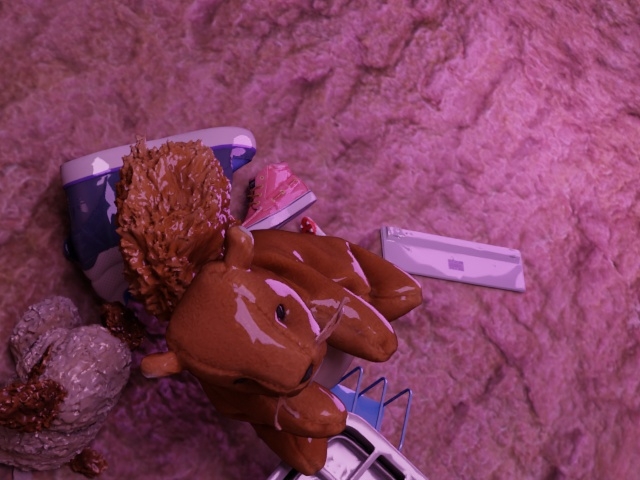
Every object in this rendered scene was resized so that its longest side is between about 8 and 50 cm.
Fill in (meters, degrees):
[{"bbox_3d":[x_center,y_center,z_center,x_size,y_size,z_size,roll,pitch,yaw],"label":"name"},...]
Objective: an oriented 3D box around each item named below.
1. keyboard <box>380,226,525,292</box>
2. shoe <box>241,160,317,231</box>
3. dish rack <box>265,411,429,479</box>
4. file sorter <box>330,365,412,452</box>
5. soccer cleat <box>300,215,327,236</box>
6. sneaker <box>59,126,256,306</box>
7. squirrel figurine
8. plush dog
[{"bbox_3d":[0.207,0.030,2.206,0.256,0.014,0.072,10,66,-25],"label":"keyboard"},{"bbox_3d":[-0.086,-0.051,2.049,0.081,0.063,0.178,51,47,5],"label":"shoe"},{"bbox_3d":[0.013,0.417,1.812,0.285,0.072,0.333,44,68,-4],"label":"dish rack"},{"bbox_3d":[0.024,0.229,1.936,0.170,0.104,0.118,25,55,-16],"label":"file sorter"},{"bbox_3d":[0.000,0.000,2.092,0.035,0.029,0.083,-28,84,-46],"label":"soccer cleat"},{"bbox_3d":[-0.196,-0.017,1.943,0.323,0.130,0.236,-14,87,-43],"label":"sneaker"},{"bbox_3d":[-0.111,0.071,1.639,0.397,0.281,0.370,39,8,15],"label":"squirrel figurine"},{"bbox_3d":[-0.308,0.182,1.693,0.210,0.225,0.262,44,52,-3],"label":"plush dog"}]
